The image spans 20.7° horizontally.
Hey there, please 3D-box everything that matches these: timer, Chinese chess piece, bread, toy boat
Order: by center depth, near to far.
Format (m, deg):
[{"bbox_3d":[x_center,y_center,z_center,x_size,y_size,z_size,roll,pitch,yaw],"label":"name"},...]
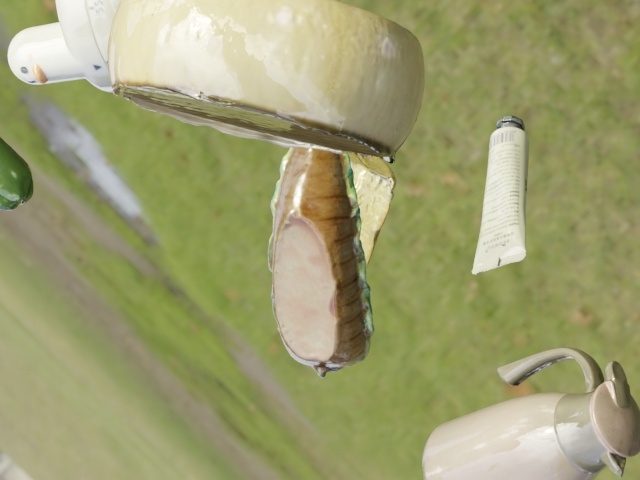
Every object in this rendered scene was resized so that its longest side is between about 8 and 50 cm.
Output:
[{"bbox_3d":[-0.044,-0.139,1.412,0.257,0.104,0.257,13,177,1],"label":"Chinese chess piece"},{"bbox_3d":[-0.004,0.000,1.796,0.109,0.292,0.099,2,-167,20],"label":"toy boat"},{"bbox_3d":[-0.275,-0.300,2.245,0.240,0.233,0.233,-7,147,18],"label":"timer"},{"bbox_3d":[0.016,-0.005,2.362,0.111,0.239,0.246,16,-173,-6],"label":"bread"}]

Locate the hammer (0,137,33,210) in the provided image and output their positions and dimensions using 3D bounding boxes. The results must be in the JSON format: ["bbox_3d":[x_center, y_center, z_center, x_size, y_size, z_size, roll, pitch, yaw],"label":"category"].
[{"bbox_3d":[-0.387,-0.157,1.608,0.335,0.206,0.119,47,159,-7],"label":"hammer"}]

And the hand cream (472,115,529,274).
[{"bbox_3d":[0.234,-0.059,2.214,0.080,0.234,0.050,-21,134,35],"label":"hand cream"}]

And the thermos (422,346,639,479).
[{"bbox_3d":[0.189,0.164,1.512,0.105,0.137,0.193,19,146,-36],"label":"thermos"}]
